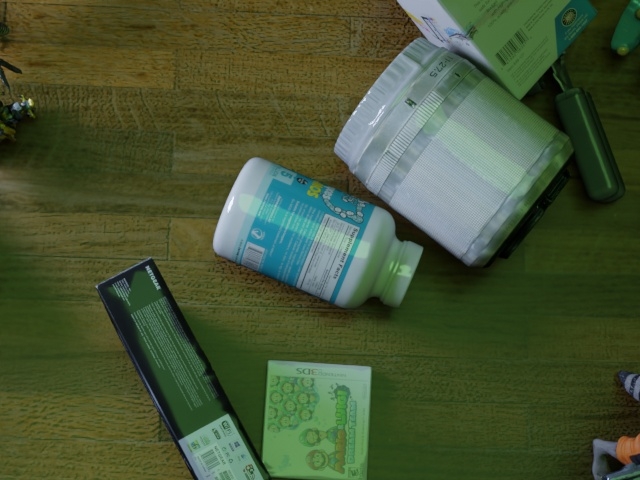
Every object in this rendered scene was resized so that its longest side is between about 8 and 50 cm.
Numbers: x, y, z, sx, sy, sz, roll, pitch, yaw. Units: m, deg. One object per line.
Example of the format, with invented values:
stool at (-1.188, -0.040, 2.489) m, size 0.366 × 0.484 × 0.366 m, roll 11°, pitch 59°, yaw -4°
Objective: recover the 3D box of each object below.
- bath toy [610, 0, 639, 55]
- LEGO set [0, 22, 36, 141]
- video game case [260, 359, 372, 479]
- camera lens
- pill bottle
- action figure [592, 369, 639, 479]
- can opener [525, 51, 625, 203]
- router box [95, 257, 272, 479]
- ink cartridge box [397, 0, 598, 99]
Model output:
bath toy at (0.595, -0.250, 1.881) m, size 0.348 × 0.129 × 0.151 m, roll 35°, pitch 120°, yaw 7°
LEGO set at (-0.471, -0.290, 1.744) m, size 0.192 × 0.255 × 0.331 m, roll -29°, pitch 72°, yaw 6°
video game case at (-0.005, 0.243, 1.759) m, size 0.143 × 0.019 × 0.157 m, roll 4°, pitch 76°, yaw -3°
camera lens at (0.185, -0.113, 1.761) m, size 0.274 × 0.219 × 0.219 m, roll 38°, pitch 76°, yaw 6°
pill bottle at (0.000, 0.000, 1.757) m, size 0.264 × 0.146 × 0.146 m, roll 23°, pitch 75°, yaw 1°
action figure at (0.422, 0.237, 1.629) m, size 0.341 × 0.330 × 0.178 m, roll -15°, pitch 79°, yaw -8°
can opener at (0.344, -0.180, 1.879) m, size 0.095 × 0.076 × 0.283 m, roll -23°, pitch 77°, yaw 24°
router box at (-0.169, 0.195, 1.645) m, size 0.081 × 0.243 × 0.309 m, roll -28°, pitch 80°, yaw -10°
ink cartridge box at (0.220, -0.343, 1.784) m, size 0.171 × 0.168 × 0.232 m, roll -47°, pitch 124°, yaw -4°
